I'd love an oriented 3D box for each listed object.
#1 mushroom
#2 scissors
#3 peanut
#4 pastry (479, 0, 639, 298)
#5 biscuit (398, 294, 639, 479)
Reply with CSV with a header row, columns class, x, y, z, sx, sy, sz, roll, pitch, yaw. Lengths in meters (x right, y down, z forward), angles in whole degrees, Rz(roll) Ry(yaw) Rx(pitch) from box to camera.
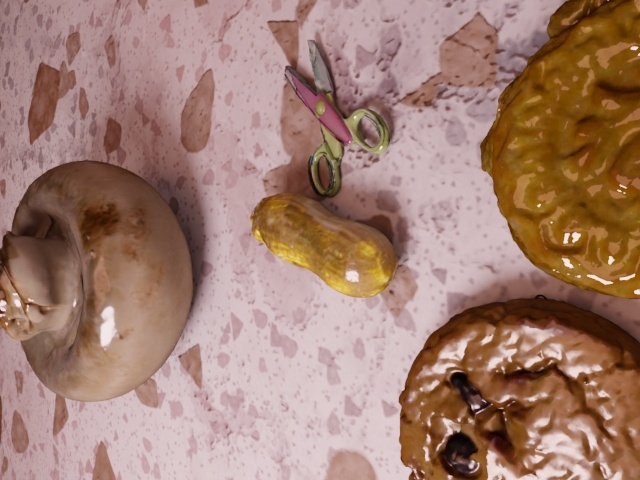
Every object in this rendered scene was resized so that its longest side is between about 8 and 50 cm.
class,x,y,z,sx,sy,sz,roll,pitch,yaw
mushroom,-0.368,0.062,0.794,0.362,0.294,0.362,1,92,39
scissors,0.006,-0.157,0.656,0.133,0.020,0.187,-37,68,39
peanut,0.000,0.000,0.621,0.206,0.087,0.087,26,107,35
pastry,0.243,-0.070,0.399,0.240,0.132,0.235,-10,75,33
biscuit,0.189,0.196,0.468,0.296,0.075,0.296,1,91,40
